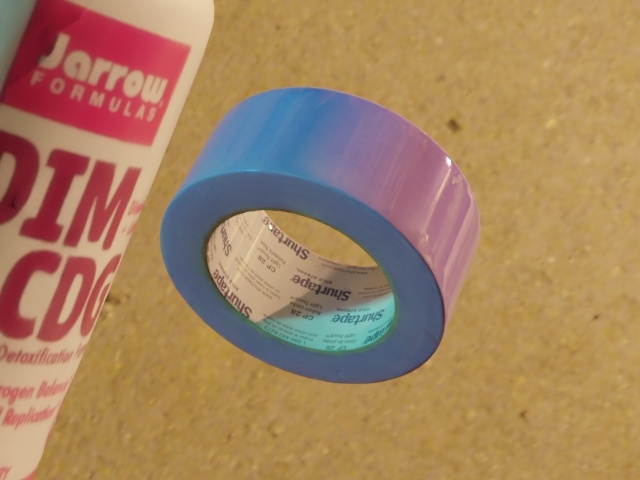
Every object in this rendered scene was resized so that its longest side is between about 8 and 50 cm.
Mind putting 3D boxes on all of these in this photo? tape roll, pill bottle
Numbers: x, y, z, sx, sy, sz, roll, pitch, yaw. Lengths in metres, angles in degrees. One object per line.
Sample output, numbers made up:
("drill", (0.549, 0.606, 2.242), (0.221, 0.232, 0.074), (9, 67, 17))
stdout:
("tape roll", (0.000, 0.000, 1.021), (0.189, 0.189, 0.080), (33, 51, -7))
("pill bottle", (-0.134, -0.049, 0.568), (0.160, 0.160, 0.283), (20, 98, -15))
